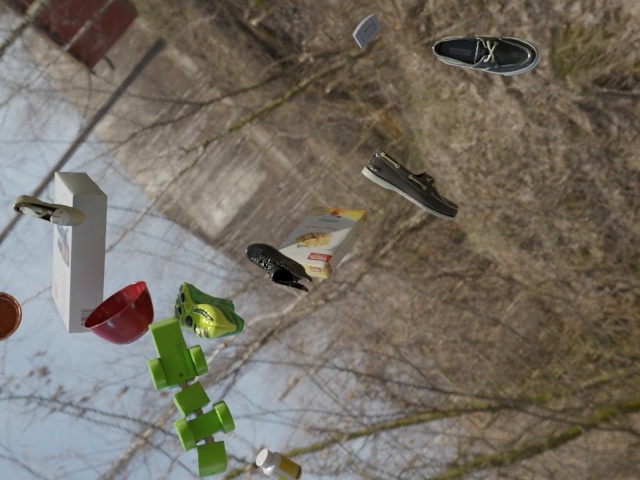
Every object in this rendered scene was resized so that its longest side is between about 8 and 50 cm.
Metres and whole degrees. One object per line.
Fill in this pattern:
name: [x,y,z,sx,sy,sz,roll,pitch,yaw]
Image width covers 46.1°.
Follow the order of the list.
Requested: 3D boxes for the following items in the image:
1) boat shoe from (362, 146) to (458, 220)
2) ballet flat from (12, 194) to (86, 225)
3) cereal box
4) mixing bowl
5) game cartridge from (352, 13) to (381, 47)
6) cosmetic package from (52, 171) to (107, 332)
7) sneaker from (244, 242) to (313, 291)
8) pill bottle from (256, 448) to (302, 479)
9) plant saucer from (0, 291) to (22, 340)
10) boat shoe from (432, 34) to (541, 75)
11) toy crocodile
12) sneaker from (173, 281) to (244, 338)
boat shoe: [0.203,-0.119,1.604,0.227,0.069,0.081,28,-167,-6]
ballet flat: [-0.649,-0.062,1.791,0.168,0.057,0.052,15,-153,-8]
cereal box: [0.000,0.000,1.964,0.173,0.240,0.047,6,130,32]
mixing bowl: [-0.483,0.193,1.870,0.098,0.181,0.181,58,175,-20]
game cartridge: [0.125,-0.571,2.039,0.017,0.083,0.056,36,171,42]
cosmetic package: [-0.664,0.025,2.054,0.097,0.377,0.284,-1,-163,-26]
sneaker: [-0.090,0.056,1.578,0.170,0.051,0.089,25,-167,7]
pill bottle: [-0.110,0.595,1.973,0.116,0.065,0.065,38,-178,-22]
plant saucer: [-0.527,0.125,1.219,0.083,0.083,0.013,41,163,10]
boat shoe: [0.342,-0.385,1.559,0.219,0.078,0.070,8,-168,21]
toy crocodile: [-0.271,0.322,1.555,0.341,0.115,0.105,64,160,11]
sneaker: [-0.286,0.186,1.891,0.123,0.109,0.295,14,-173,-33]
